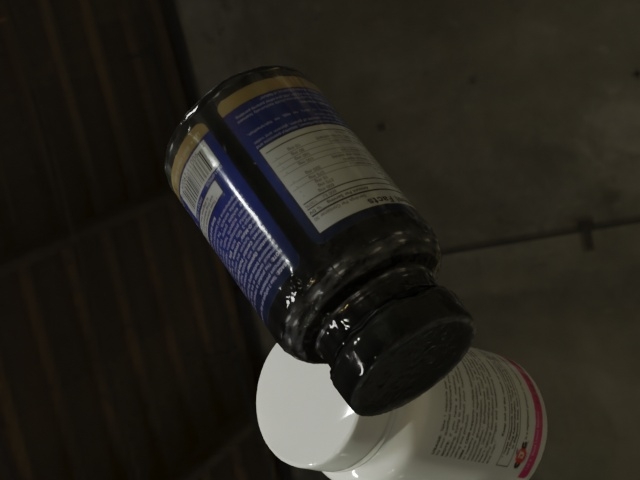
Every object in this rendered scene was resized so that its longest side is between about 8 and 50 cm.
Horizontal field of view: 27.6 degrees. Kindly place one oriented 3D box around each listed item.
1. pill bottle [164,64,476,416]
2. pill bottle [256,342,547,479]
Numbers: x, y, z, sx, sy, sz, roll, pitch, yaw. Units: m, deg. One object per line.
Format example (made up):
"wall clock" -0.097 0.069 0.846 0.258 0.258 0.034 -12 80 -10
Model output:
"pill bottle" 0.000 0.000 0.838 0.219 0.123 0.123 54 -165 28
"pill bottle" 0.082 0.168 1.270 0.283 0.160 0.160 19 -116 -46
